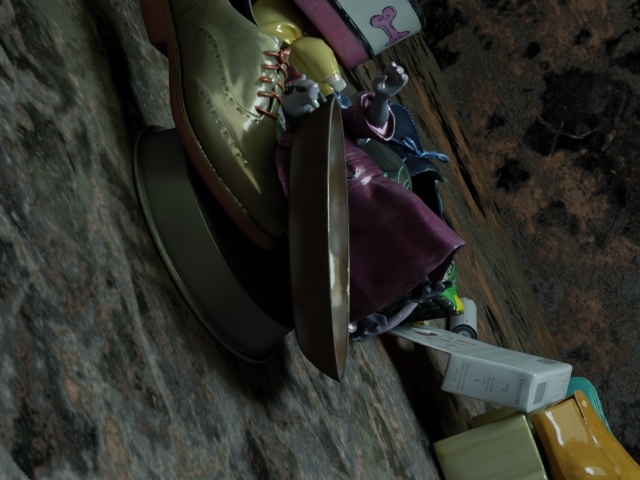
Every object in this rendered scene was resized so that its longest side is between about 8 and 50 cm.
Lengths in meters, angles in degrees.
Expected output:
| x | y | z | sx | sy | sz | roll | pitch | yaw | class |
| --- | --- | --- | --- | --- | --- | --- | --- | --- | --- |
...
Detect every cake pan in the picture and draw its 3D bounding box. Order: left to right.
| x | y | z | sx | sy | sz | roll | pitch | yaw | class |
| --- | --- | --- | --- | --- | --- | --- | --- | --- | --- |
| -0.103 | -0.007 | 1.353 | 0.293 | 0.054 | 0.293 | 56 | 17 | -27 | cake pan |

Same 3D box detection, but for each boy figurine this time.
| x | y | z | sx | sy | sz | roll | pitch | yaw | class |
| --- | --- | --- | --- | --- | --- | --- | --- | --- | --- |
| -0.018 | -0.264 | 1.958 | 0.285 | 0.092 | 0.177 | 55 | -18 | -23 | boy figurine |

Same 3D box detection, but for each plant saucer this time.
| x | y | z | sx | sy | sz | roll | pitch | yaw | class |
| --- | --- | --- | --- | --- | --- | --- | --- | --- | --- |
| 0.000 | 0.000 | 1.326 | 0.310 | 0.050 | 0.310 | -2 | 90 | -86 | plant saucer |

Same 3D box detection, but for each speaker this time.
| x | y | z | sx | sy | sz | roll | pitch | yaw | class |
| --- | --- | --- | --- | --- | --- | --- | --- | --- | --- |
| 0.278 | 0.160 | 2.370 | 0.055 | 0.055 | 0.136 | 60 | 15 | -14 | speaker |

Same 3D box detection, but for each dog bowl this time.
| x | y | z | sx | sy | sz | roll | pitch | yaw | class |
| --- | --- | --- | --- | --- | --- | --- | --- | --- | --- |
| -0.014 | -0.454 | 2.019 | 0.408 | 0.150 | 0.408 | 47 | 3 | -3 | dog bowl |

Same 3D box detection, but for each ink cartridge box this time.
| x | y | z | sx | sy | sz | roll | pitch | yaw | class |
| --- | --- | --- | --- | --- | --- | --- | --- | --- | --- |
| 0.244 | 0.199 | 1.939 | 0.296 | 0.261 | 0.066 | 9 | 95 | -68 | ink cartridge box |

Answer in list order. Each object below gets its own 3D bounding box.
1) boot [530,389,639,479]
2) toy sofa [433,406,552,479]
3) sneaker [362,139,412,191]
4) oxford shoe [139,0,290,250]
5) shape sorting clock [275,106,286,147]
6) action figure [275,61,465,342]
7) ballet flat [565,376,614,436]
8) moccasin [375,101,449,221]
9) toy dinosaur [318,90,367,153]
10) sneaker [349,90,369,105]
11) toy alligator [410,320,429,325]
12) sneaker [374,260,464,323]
| x | y | z | sx | sy | sz | roll | pitch | yaw | class |
| --- | --- | --- | --- | --- | --- | --- | --- | --- | --- |
| 0.443 | 0.326 | 1.864 | 0.295 | 0.104 | 0.211 | 2 | 61 | -50 | boot |
| 0.308 | 0.361 | 1.951 | 0.177 | 0.150 | 0.362 | 71 | 16 | 7 | toy sofa |
| 0.113 | -0.065 | 2.099 | 0.106 | 0.101 | 0.267 | 15 | 49 | -66 | sneaker |
| -0.087 | -0.161 | 1.299 | 0.348 | 0.130 | 0.123 | 69 | 13 | 15 | oxford shoe |
| -0.026 | -0.146 | 1.876 | 0.206 | 0.040 | 0.206 | 57 | 16 | -26 | shape sorting clock |
| 0.045 | -0.074 | 1.601 | 0.370 | 0.248 | 0.276 | 62 | 5 | 11 | action figure |
| 0.460 | 0.351 | 2.055 | 0.087 | 0.083 | 0.247 | 71 | 8 | -57 | ballet flat |
| 0.180 | -0.105 | 2.216 | 0.138 | 0.117 | 0.342 | -1 | 68 | -36 | moccasin |
| 0.058 | -0.058 | 1.782 | 0.313 | 0.121 | 0.160 | 62 | 37 | -27 | toy dinosaur |
| 0.132 | -0.184 | 2.394 | 0.118 | 0.083 | 0.222 | 41 | 26 | -57 | sneaker |
| 0.171 | 0.112 | 2.090 | 0.190 | 0.051 | 0.056 | 38 | 30 | -59 | toy alligator |
| 0.138 | 0.054 | 1.866 | 0.343 | 0.134 | 0.146 | 14 | 67 | -80 | sneaker |
